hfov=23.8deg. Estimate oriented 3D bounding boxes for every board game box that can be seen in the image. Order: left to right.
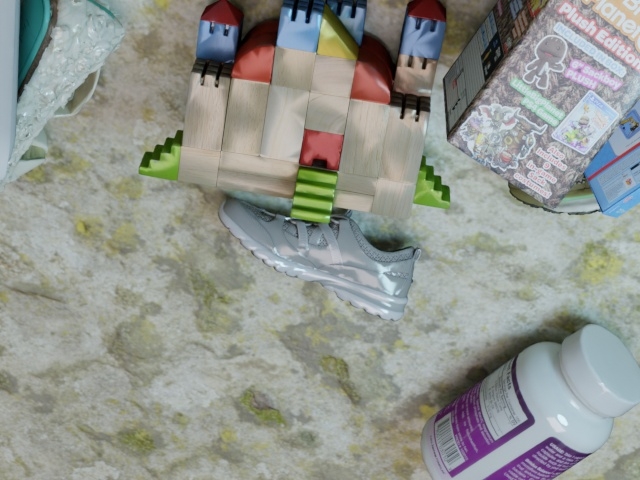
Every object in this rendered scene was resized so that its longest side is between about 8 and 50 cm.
[{"bbox_3d":[0.270,-0.219,1.641,0.141,0.232,0.291,31,111,-10],"label":"board game box"},{"bbox_3d":[0.354,-0.157,1.752,0.160,0.211,0.039,-37,150,31],"label":"board game box"}]

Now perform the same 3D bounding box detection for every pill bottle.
[{"bbox_3d":[0.294,0.245,2.097,0.169,0.169,0.301,37,125,-20],"label":"pill bottle"}]

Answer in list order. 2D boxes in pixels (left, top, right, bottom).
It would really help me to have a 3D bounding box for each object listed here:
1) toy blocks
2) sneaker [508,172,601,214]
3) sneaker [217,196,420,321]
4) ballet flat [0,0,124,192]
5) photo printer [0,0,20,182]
[{"bbox_3d":[-0.011,-0.183,1.818,0.381,0.191,0.261,9,117,0],"label":"toy blocks"},{"bbox_3d":[0.405,-0.145,1.814,0.410,0.158,0.182,-15,89,32],"label":"sneaker"},{"bbox_3d":[0.000,0.000,2.013,0.281,0.105,0.115,25,94,-7],"label":"sneaker"},{"bbox_3d":[-0.375,-0.156,1.908,0.147,0.147,0.409,33,126,-17],"label":"ballet flat"},{"bbox_3d":[-0.473,-0.204,1.737,0.256,0.308,0.107,5,169,-22],"label":"photo printer"}]
